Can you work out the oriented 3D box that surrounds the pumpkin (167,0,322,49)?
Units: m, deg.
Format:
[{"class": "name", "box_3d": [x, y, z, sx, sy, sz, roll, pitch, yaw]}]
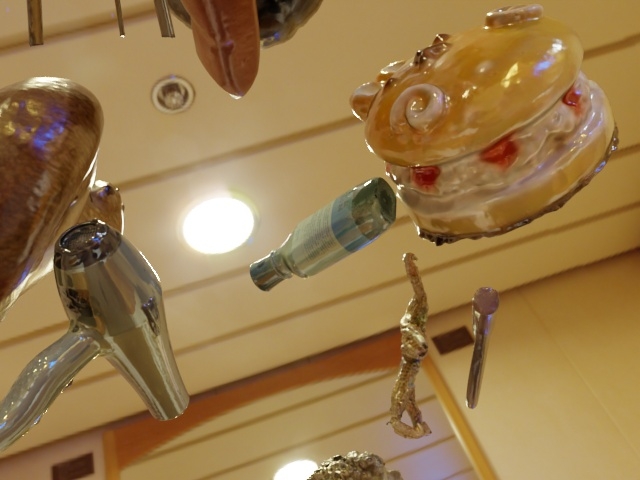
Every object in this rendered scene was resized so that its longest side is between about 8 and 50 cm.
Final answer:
[{"class": "pumpkin", "box_3d": [-0.123, -0.443, 1.003, 0.315, 0.238, 0.315, 1, -80, 7]}]

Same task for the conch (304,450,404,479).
[{"class": "conch", "box_3d": [0.050, 0.376, 0.930, 0.178, 0.163, 0.245, 8, -17, -11]}]

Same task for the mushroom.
[{"class": "mushroom", "box_3d": [-0.359, -0.042, 0.845, 0.259, 0.345, 0.345, 27, -63, -26]}]

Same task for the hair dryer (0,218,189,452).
[{"class": "hair dryer", "box_3d": [-0.188, 0.125, 0.587, 0.088, 0.225, 0.219, 8, -27, 28]}]

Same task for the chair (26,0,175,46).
[{"class": "chair", "box_3d": [-0.165, -0.254, 0.479, 0.104, 0.095, 0.221, -5, -66, -6]}]

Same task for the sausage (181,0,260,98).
[{"class": "sausage", "box_3d": [-0.127, -0.308, 0.796, 0.094, 0.097, 0.348, -29, -31, -10]}]

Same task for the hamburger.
[{"class": "hamburger", "box_3d": [0.170, -0.149, 0.788, 0.261, 0.302, 0.186, -40, -69, -6]}]

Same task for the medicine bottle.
[{"class": "medicine bottle", "box_3d": [0.000, 0.000, 0.828, 0.208, 0.090, 0.054, -32, -63, 28]}]

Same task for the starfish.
[{"class": "starfish", "box_3d": [0.100, 0.118, 0.773, 0.053, 0.210, 0.150, 1, -4, -1]}]

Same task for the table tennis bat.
[{"class": "table tennis bat", "box_3d": [0.189, 0.093, 0.574, 0.119, 0.107, 0.170, 9, -25, 16]}]
